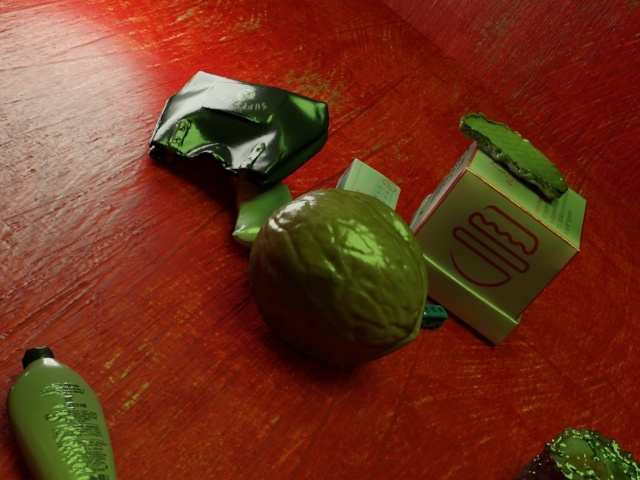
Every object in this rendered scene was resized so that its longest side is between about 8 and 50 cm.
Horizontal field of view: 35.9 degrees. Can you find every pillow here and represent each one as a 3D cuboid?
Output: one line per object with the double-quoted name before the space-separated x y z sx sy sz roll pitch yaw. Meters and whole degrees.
"pillow" -0.117 -0.058 1.942 0.144 0.078 0.254 18 33 -19

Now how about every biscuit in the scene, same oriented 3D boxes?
"biscuit" 0.427 -0.192 2.152 0.274 0.036 0.187 38 29 9

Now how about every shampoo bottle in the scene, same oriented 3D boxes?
"shampoo bottle" -0.333 0.245 1.271 0.127 0.078 0.256 3 46 -38

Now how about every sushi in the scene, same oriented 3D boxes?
"sushi" 0.476 0.468 1.743 0.270 0.170 0.236 38 29 6

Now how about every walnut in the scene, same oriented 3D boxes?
"walnut" 0.038 0.066 1.733 0.333 0.333 0.332 27 31 -18

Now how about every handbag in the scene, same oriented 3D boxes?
"handbag" -0.177 -0.217 1.995 0.343 0.152 0.288 14 36 11

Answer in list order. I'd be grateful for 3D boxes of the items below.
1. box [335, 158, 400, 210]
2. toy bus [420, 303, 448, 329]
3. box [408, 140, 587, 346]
"box" 0.093 -0.072 2.189 0.135 0.079 0.269 34 29 -7
"toy bus" 0.221 0.155 2.037 0.083 0.046 0.038 9 40 -42
"box" 0.377 -0.016 2.190 0.312 0.300 0.314 37 29 0
